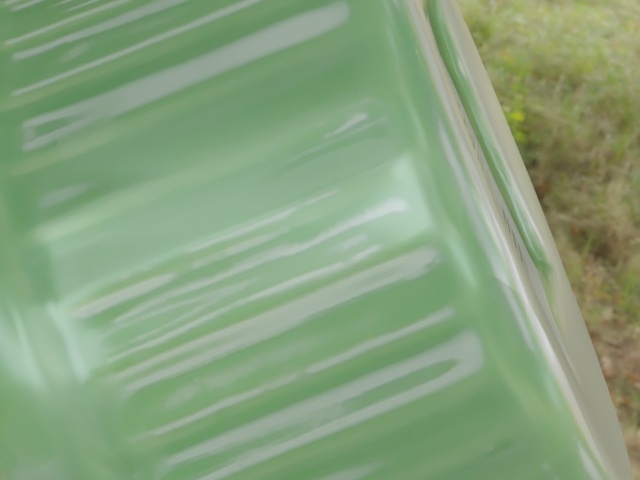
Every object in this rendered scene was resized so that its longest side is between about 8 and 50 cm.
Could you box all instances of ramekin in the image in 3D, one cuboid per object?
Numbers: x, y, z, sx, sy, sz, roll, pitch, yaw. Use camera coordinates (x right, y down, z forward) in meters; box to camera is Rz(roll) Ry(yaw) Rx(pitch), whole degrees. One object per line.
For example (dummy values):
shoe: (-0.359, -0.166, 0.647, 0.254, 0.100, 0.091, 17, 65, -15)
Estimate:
ramekin: (0.000, 0.000, 0.462, 0.148, 0.303, 0.303, -22, 1, 13)
